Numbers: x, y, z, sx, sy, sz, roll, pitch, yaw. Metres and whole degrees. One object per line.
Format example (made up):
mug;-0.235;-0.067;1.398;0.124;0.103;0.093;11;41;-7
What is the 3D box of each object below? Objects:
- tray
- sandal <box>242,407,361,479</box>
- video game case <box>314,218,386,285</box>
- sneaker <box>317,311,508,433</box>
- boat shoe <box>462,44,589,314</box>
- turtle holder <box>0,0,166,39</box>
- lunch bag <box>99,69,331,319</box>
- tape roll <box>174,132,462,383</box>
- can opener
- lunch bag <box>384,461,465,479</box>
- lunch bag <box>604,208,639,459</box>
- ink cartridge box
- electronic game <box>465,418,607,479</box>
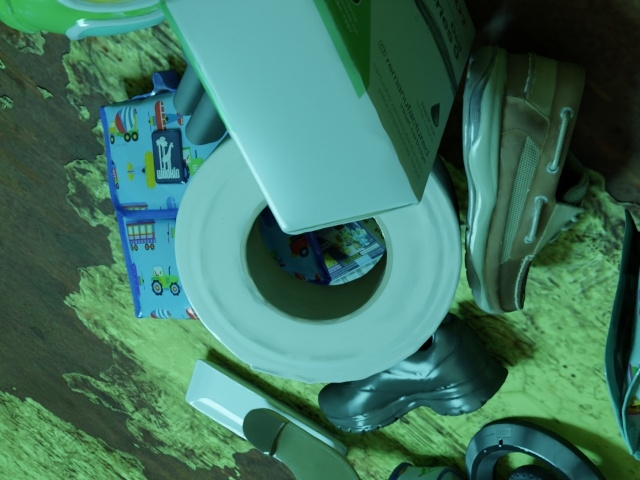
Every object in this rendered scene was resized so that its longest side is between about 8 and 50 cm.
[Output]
tray;-0.086;0.283;1.520;0.270;0.030;0.145;30;141;6
sandal;-0.007;0.329;1.442;0.240;0.079;0.088;34;101;24
video game case;0.019;0.031;1.199;0.183;0.023;0.201;45;141;-12
sneaker;0.099;0.161;1.226;0.286;0.109;0.130;-23;105;39
boat shoe;0.200;-0.041;0.925;0.117;0.123;0.324;2;140;12
turtle holder;-0.193;-0.298;0.817;0.228;0.243;0.320;8;175;0
lunch bag;-0.140;-0.062;1.146;0.221;0.138;0.293;-3;107;38
tape roll;0.000;0.000;0.970;0.286;0.100;0.286;2;111;5
can opener;-0.104;-0.171;0.918;0.074;0.093;0.280;69;159;10
lunch bag;0.154;0.482;1.380;0.115;0.243;0.303;-5;127;38
lunch bag;0.338;0.045;0.822;0.160;0.223;0.262;20;139;2
ink cartridge box;0.017;-0.179;0.771;0.122;0.289;0.211;-13;122;27
electronic game;0.290;0.336;1.265;0.229;0.048;0.229;26;133;32
